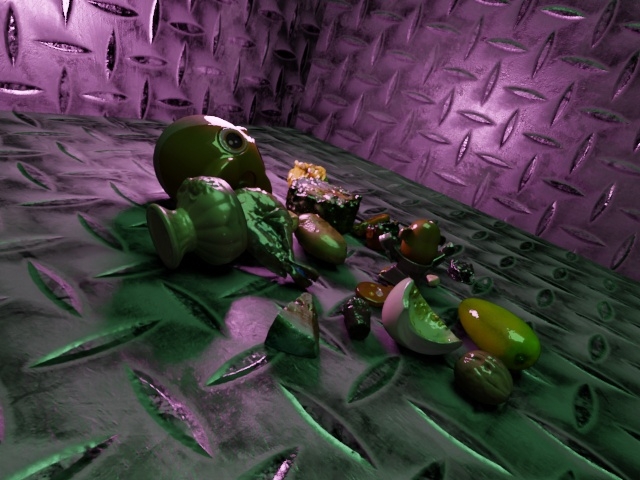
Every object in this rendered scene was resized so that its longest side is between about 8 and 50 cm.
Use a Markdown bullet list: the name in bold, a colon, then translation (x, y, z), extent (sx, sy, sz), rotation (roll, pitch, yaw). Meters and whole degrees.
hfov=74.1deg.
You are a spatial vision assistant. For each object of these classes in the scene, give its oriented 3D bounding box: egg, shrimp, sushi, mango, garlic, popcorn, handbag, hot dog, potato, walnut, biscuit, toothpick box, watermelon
- **egg**: translation (0.288, 0.260, 1.335), extent (0.271, 0.162, 0.206), rotation (54, -3, -4)
- **shrimp**: translation (-0.169, -0.013, 1.508), extent (0.221, 0.110, 0.445), rotation (-36, 79, -24)
- **sushi**: translation (0.000, -0.174, 2.060), extent (0.352, 0.178, 0.294), rotation (23, 26, 15)
- **mango**: translation (0.598, 0.303, 1.450), extent (0.193, 0.155, 0.343), rotation (7, 24, -24)
- **garlic**: translation (0.481, 0.171, 1.810), extent (0.053, 0.041, 0.083), rotation (4, 15, 2)
- **popcorn**: translation (-0.062, -0.329, 2.310), extent (0.235, 0.216, 0.181), rotation (7, 27, 4)
- **handbag**: translation (0.652, 0.156, 1.922), extent (0.115, 0.072, 0.139), rotation (13, 28, -14)
- **hot dog**: translation (0.254, -0.077, 2.123), extent (0.115, 0.072, 0.269), rotation (-11, 6, 43)
- **sushi**: translation (0.324, -0.032, 2.015), extent (0.149, 0.140, 0.287), rotation (28, 26, 38)
- **potato**: translation (0.000, 0.000, 1.733), extent (0.176, 0.141, 0.298), rotation (-8, 43, -40)
- **walnut**: translation (0.462, 0.387, 1.204), extent (0.140, 0.140, 0.162), rotation (-7, 24, -44)
- **biscuit**: translation (0.244, 0.210, 1.563), extent (0.237, 0.039, 0.180), rotation (15, 25, 0)
- **toothpick box**: translation (-0.432, -0.291, 1.724), extent (0.425, 0.408, 0.409), rotation (36, 29, 31)
- **watermelon**: translation (-0.055, 0.236, 1.254), extent (0.154, 0.094, 0.241), rotation (25, 21, -1)

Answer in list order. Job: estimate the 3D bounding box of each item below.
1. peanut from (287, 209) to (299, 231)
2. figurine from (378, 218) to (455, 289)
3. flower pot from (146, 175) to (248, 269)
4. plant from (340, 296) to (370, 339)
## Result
- **peanut**: translation (-0.235, -0.054, 1.649), extent (0.319, 0.147, 0.147), rotation (-12, 35, -29)
- **figurine**: translation (0.383, 0.049, 1.701), extent (0.343, 0.284, 0.167), rotation (-7, 35, -41)
- **flower pot**: translation (-0.407, -0.049, 1.375), extent (0.244, 0.307, 0.307), rotation (-23, 44, -36)
- **plant**: translation (0.114, 0.242, 1.341), extent (0.095, 0.091, 0.143), rotation (8, 30, -3)
